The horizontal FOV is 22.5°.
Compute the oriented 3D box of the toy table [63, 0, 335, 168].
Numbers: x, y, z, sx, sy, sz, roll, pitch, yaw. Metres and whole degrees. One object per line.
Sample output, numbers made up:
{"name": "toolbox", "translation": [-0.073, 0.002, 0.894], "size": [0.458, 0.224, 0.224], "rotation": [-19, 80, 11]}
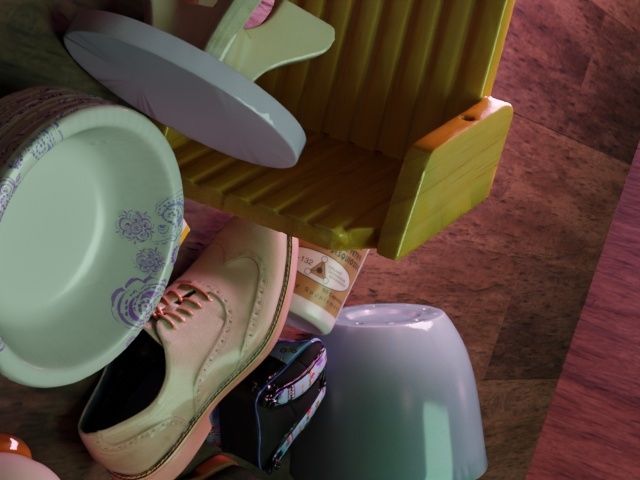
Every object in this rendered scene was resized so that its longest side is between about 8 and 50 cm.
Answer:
{"name": "toy table", "translation": [-0.117, -0.211, 1.692], "size": [0.274, 0.252, 0.161], "rotation": [33, 69, -30]}

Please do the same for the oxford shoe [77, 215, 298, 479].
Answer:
{"name": "oxford shoe", "translation": [-0.153, 0.109, 1.946], "size": [0.397, 0.140, 0.146], "rotation": [-63, 146, -20]}

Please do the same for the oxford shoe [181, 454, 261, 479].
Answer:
{"name": "oxford shoe", "translation": [-0.164, 0.373, 2.150], "size": [0.271, 0.098, 0.097], "rotation": [-35, 138, -51]}

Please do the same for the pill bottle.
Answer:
{"name": "pill bottle", "translation": [0.000, 0.000, 2.171], "size": [0.229, 0.131, 0.131], "rotation": [-65, 154, -12]}

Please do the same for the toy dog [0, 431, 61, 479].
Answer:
{"name": "toy dog", "translation": [-0.258, 0.384, 1.682], "size": [0.395, 0.408, 0.284], "rotation": [-39, -152, 36]}

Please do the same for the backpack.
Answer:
{"name": "backpack", "translation": [-0.068, 0.203, 2.198], "size": [0.173, 0.117, 0.158], "rotation": [-44, 144, -41]}

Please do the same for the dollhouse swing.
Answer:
{"name": "dollhouse swing", "translation": [0.020, -0.206, 1.810], "size": [0.315, 0.347, 0.305], "rotation": [-33, 137, -52]}

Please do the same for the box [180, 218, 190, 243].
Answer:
{"name": "box", "translation": [-0.202, -0.019, 1.880], "size": [0.081, 0.028, 0.136], "rotation": [-59, 150, -21]}

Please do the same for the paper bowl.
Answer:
{"name": "paper bowl", "translation": [-0.277, -0.011, 1.572], "size": [0.284, 0.148, 0.284], "rotation": [-28, 127, -45]}

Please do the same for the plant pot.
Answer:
{"name": "plant pot", "translation": [0.094, 0.220, 2.362], "size": [0.293, 0.293, 0.235], "rotation": [-16, 105, -59]}
